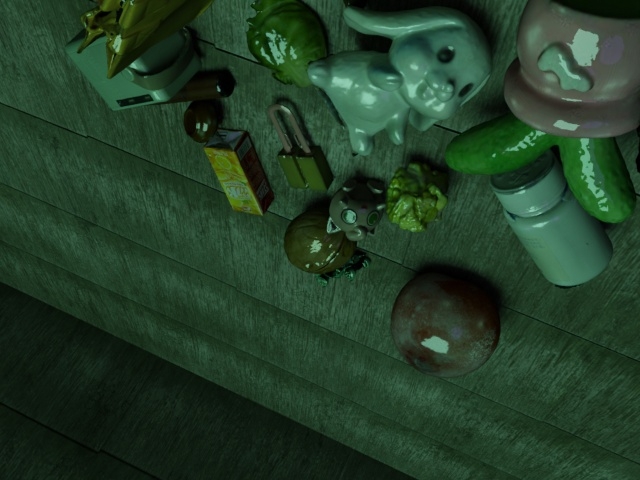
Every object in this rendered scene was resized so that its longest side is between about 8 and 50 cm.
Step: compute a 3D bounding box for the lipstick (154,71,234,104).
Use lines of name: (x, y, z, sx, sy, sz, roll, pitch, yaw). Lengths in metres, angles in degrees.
lipstick: (-0.343, -0.340, 1.480, 0.357, 0.057, 0.057, 4, 140, 35)

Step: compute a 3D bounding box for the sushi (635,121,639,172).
sushi: (0.593, -0.093, 0.786, 0.328, 0.285, 0.328, -4, 127, -8)

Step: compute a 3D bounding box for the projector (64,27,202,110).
projector: (-0.382, -0.386, 1.352, 0.243, 0.163, 0.177, 4, 140, 41)

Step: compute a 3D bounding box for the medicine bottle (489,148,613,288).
medicine bottle: (0.427, -0.044, 1.207, 0.144, 0.143, 0.258, -10, 132, 45)

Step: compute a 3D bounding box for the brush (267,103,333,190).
brush: (-0.054, -0.211, 1.444, 0.103, 0.047, 0.233, 7, 140, 31)

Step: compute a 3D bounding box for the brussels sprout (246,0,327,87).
brussels sprout: (-0.060, -0.363, 1.200, 0.139, 0.100, 0.180, -21, 107, 32)

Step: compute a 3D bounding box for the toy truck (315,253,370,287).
toy truck: (0.049, 0.065, 1.720, 0.154, 0.080, 0.078, -19, 103, 49)

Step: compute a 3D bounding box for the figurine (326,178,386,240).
figurine: (0.082, -0.068, 1.457, 0.125, 0.125, 0.137, 20, 121, 14)

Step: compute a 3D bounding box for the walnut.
walnut: (0.000, 0.000, 1.587, 0.167, 0.167, 0.207, 42, 148, -18)

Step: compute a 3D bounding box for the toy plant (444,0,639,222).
toy plant: (0.354, -0.216, 0.971, 0.317, 0.210, 0.356, 23, 148, 23)

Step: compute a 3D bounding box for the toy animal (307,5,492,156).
toy animal: (0.140, -0.272, 1.098, 0.290, 0.174, 0.249, 9, 146, 17)

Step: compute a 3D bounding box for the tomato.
tomato: (0.298, 0.217, 1.590, 0.270, 0.227, 0.270, 23, 148, 16)

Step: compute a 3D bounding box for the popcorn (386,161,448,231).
popcorn: (0.198, -0.087, 1.327, 0.126, 0.145, 0.125, 12, 138, 13)

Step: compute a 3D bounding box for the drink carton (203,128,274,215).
drink carton: (-0.197, -0.165, 1.595, 0.096, 0.071, 0.222, 11, 144, 27)

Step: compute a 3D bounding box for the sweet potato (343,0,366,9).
sweet potato: (0.070, -0.453, 0.977, 0.112, 0.085, 0.285, 24, 148, 1)

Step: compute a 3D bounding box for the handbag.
handbag: (-0.247, -0.447, 1.047, 0.133, 0.283, 0.401, 42, 147, -13)

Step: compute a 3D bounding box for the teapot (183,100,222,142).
teapot: (-0.267, -0.275, 1.503, 0.129, 0.078, 0.098, -14, 88, 59)
